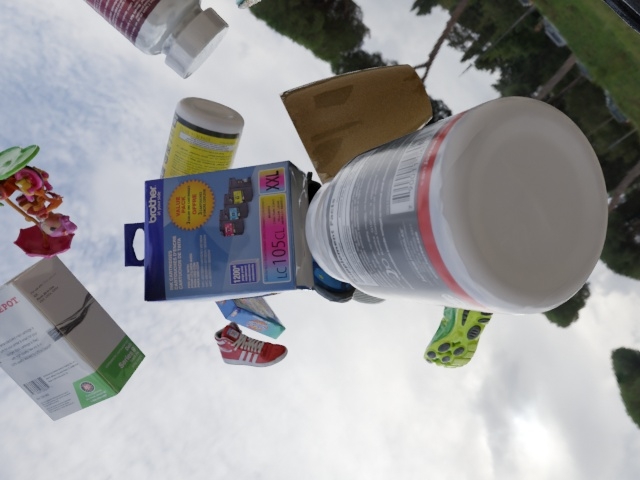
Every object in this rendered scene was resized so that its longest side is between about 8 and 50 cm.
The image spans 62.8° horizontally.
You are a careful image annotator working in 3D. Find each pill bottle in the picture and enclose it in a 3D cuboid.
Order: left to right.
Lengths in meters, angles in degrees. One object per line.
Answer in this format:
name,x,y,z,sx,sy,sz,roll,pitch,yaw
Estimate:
pill bottle,-0.242,-0.335,0.716,0.221,0.121,0.121,41,-143,-15
pill bottle,-0.345,-0.215,1.479,0.188,0.334,0.188,18,-155,-9
pill bottle,0.127,-0.027,0.645,0.210,0.363,0.210,1,-92,-23

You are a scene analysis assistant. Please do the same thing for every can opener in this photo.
can opener,0.483,-0.400,0.848,0.186,0.073,0.059,53,-174,15

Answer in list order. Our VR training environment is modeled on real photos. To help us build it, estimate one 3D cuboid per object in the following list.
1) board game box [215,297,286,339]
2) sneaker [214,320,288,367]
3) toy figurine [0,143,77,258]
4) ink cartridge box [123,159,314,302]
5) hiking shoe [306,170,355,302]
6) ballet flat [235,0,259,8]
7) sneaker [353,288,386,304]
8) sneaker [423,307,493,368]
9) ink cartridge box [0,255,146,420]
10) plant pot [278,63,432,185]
board game box,-0.203,0.173,1.406,0.210,0.047,0.160,35,-171,-48
sneaker,-0.113,0.161,0.823,0.042,0.118,0.067,-65,-37,-54
toy figurine,-0.426,-0.046,0.781,0.159,0.173,0.130,57,-151,-36
ink cartridge box,-0.226,-0.004,1.131,0.151,0.395,0.270,28,-123,-72
hiking shoe,0.000,0.000,1.214,0.113,0.132,0.304,-17,-112,-22
ballet flat,-0.121,-0.667,1.293,0.077,0.241,0.091,22,-151,-31
sneaker,0.068,0.046,1.550,0.366,0.135,0.150,37,-146,-21
sneaker,0.346,0.205,1.293,0.109,0.295,0.123,22,-145,1
ink cartridge box,-0.530,0.194,1.043,0.289,0.211,0.121,56,-154,-18
plant pot,0.080,-0.240,1.043,0.237,0.254,0.237,63,-177,-5
